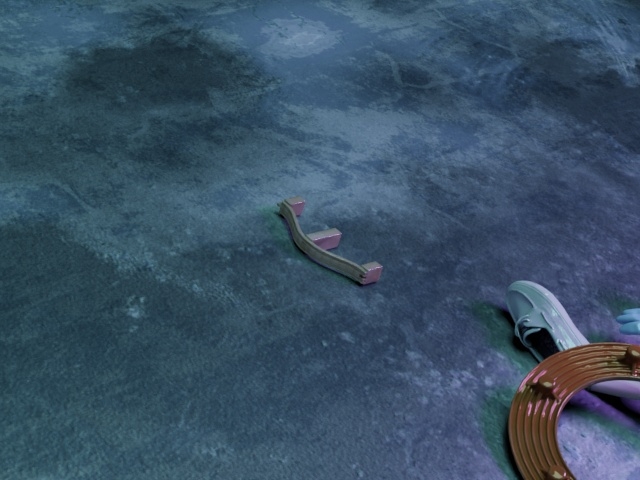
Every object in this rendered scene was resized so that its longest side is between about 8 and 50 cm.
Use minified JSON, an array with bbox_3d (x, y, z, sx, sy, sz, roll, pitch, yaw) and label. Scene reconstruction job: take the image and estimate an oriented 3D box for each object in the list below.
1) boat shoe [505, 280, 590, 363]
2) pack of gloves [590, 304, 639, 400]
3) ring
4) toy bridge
[{"bbox_3d":[0.293,0.123,1.771,0.063,0.066,0.184,-4,47,-35],"label":"boat shoe"},{"bbox_3d":[0.494,0.145,1.759,0.232,0.046,0.195,11,40,20],"label":"pack of gloves"},{"bbox_3d":[0.391,0.241,1.582,0.336,0.032,0.337,5,43,-4],"label":"ring"},{"bbox_3d":[0.000,0.000,1.831,0.063,0.026,0.188,-15,44,-42],"label":"toy bridge"}]
